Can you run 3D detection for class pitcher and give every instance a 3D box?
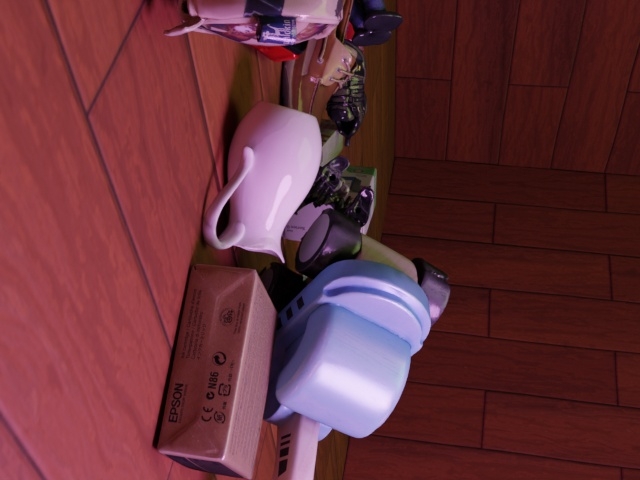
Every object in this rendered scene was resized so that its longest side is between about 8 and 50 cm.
[{"bbox_3d":[-0.083,-0.082,1.150,0.177,0.125,0.207,8,98,-66],"label":"pitcher"}]

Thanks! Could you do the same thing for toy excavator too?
[{"bbox_3d":[-0.019,0.242,1.225,0.433,0.222,0.445,-46,-156,34],"label":"toy excavator"}]

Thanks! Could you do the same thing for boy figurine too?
[{"bbox_3d":[0.061,-0.513,1.643,0.177,0.092,0.285,-50,-127,57],"label":"boy figurine"}]

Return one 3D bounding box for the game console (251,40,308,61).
[{"bbox_3d":[-0.070,-0.464,1.202,0.342,0.060,0.387,-8,103,-75],"label":"game console"}]

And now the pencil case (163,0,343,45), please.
[{"bbox_3d":[-0.064,-0.396,0.818,0.183,0.160,0.410,-16,111,-46],"label":"pencil case"}]

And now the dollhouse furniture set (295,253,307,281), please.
[{"bbox_3d":[0.025,0.171,1.687,0.301,0.151,0.198,91,0,-58],"label":"dollhouse furniture set"}]

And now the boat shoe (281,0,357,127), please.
[{"bbox_3d":[0.004,-0.324,1.507,0.122,0.119,0.324,-14,109,-81],"label":"boat shoe"}]

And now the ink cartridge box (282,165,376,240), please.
[{"bbox_3d":[0.021,-0.074,1.661,0.212,0.154,0.093,-67,160,-63],"label":"ink cartridge box"}]

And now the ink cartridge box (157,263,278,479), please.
[{"bbox_3d":[-0.123,0.172,1.089,0.193,0.088,0.235,78,18,-67],"label":"ink cartridge box"}]

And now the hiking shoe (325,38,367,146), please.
[{"bbox_3d":[0.051,-0.294,1.692,0.227,0.086,0.114,69,22,-50],"label":"hiking shoe"}]

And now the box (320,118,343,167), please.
[{"bbox_3d":[-0.007,-0.184,1.713,0.324,0.063,0.067,-62,156,-69],"label":"box"}]

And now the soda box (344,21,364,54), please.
[{"bbox_3d":[0.053,-0.491,1.851,0.092,0.083,0.263,-70,163,-59],"label":"soda box"}]

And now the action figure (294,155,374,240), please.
[{"bbox_3d":[-0.013,-0.070,1.426,0.141,0.164,0.275,-44,-167,-9],"label":"action figure"}]

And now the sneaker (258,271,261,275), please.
[{"bbox_3d":[-0.066,0.173,1.448,0.153,0.094,0.235,-46,127,-15],"label":"sneaker"}]
